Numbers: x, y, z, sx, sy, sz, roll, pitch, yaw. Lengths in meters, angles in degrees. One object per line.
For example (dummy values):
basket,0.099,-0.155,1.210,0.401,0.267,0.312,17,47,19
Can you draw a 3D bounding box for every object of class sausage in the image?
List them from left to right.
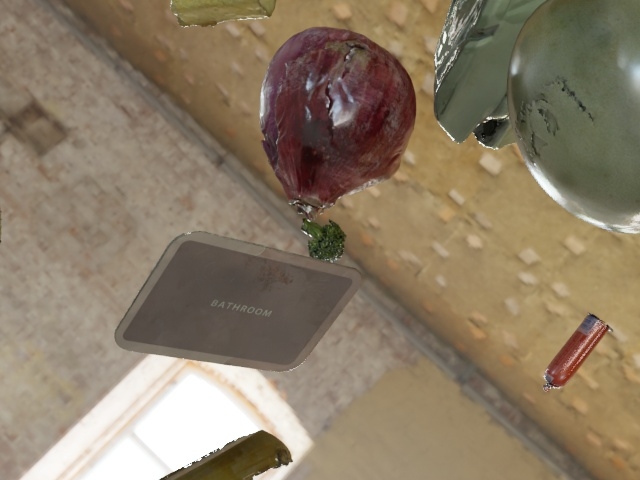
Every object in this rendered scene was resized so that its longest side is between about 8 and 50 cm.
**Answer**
sausage,0.402,0.183,1.594,0.050,0.145,0.048,41,-8,-15

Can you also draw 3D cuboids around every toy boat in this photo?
toy boat,-0.147,0.376,1.496,0.089,0.321,0.121,-30,-97,34

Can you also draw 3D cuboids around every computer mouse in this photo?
computer mouse,0.319,-0.333,1.569,0.145,0.228,0.428,-115,-141,-57

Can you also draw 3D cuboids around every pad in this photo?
pad,-0.087,0.076,1.130,0.266,0.176,0.002,14,31,-39

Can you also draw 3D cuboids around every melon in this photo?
melon,0.363,-0.157,1.215,0.268,0.269,0.330,115,-37,-66

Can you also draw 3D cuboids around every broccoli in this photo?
broccoli,0.000,0.000,1.719,0.092,0.097,0.095,32,-31,0

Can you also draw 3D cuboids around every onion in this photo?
onion,0.027,-0.163,1.376,0.227,0.283,0.120,18,-20,-10

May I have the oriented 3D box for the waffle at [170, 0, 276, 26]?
waffle,-0.138,-0.471,1.622,0.168,0.274,0.057,2,-23,22
